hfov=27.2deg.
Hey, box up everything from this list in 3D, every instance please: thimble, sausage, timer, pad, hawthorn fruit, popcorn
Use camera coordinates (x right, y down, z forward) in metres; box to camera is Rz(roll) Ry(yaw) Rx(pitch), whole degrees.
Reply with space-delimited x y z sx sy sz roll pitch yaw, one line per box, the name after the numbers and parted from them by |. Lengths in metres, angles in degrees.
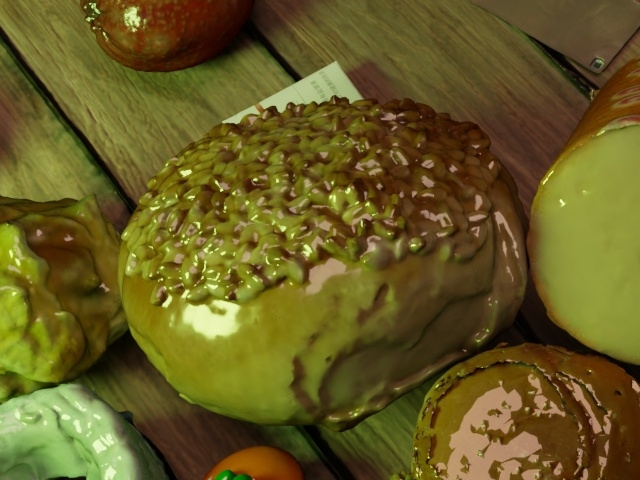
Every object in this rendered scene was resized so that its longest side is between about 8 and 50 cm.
-0.247 0.257 1.265 0.237 0.150 0.237 -5 63 10 | thimble
0.333 -0.041 1.246 0.233 0.233 0.287 17 28 15 | sausage
-0.073 0.251 1.269 0.099 0.136 0.136 32 70 27 | timer
0.285 -0.278 1.573 0.187 0.006 0.113 34 72 24 | pad
-0.160 -0.313 1.543 0.253 0.205 0.205 -25 62 -15 | hawthorn fruit
-0.309 0.042 1.340 0.249 0.249 0.225 -8 103 2 | popcorn

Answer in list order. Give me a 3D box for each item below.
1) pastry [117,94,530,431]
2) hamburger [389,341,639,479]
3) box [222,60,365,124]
0.000 0.000 1.264 0.409 0.245 0.410 -11 27 6 | pastry
0.188 0.222 1.208 0.260 0.211 0.245 -7 70 0 | hamburger
-0.026 -0.134 1.514 0.154 0.040 0.084 -29 65 -8 | box
